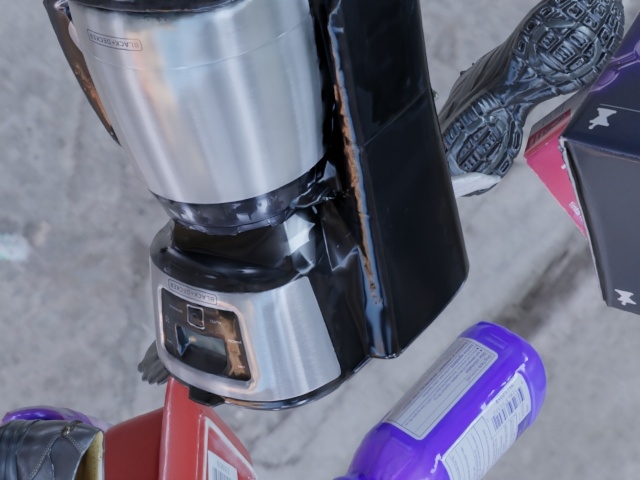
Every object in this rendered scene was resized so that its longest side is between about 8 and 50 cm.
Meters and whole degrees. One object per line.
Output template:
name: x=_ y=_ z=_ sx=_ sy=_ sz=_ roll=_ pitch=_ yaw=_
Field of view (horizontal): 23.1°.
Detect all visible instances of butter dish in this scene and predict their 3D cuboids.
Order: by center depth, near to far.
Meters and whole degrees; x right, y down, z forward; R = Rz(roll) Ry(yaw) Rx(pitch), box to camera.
butter dish: x=-0.113 y=0.188 z=1.032 sx=0.118 sy=0.160 sz=0.160 roll=-9 pitch=148 yaw=15

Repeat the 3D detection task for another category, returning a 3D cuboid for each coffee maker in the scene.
coffee maker: x=-0.002 y=-0.050 z=0.576 sx=0.171 sy=0.120 sz=0.178 roll=-26 pitch=127 yaw=-18

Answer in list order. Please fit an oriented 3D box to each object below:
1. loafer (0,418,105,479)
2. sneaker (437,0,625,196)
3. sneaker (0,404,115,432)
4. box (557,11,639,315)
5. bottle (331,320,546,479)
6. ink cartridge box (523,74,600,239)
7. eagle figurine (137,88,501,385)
loafer: x=-0.141 y=0.182 z=0.865 sx=0.062 sy=0.061 sz=0.170 roll=-14 pitch=96 yaw=-70
sneaker: x=0.208 y=-0.179 z=1.706 sx=0.286 sy=0.130 sz=0.109 roll=-44 pitch=110 yaw=0
sneaker: x=-0.177 y=0.191 z=1.300 sx=0.095 sy=0.236 sz=0.104 roll=-69 pitch=153 yaw=-18
box: x=0.243 y=-0.039 z=0.534 sx=0.184 sy=0.261 sz=0.103 roll=-56 pitch=143 yaw=-24
bottle: x=0.086 y=0.197 z=1.375 sx=0.283 sy=0.092 sz=0.118 roll=-44 pitch=148 yaw=-27
ink cartridge box: x=0.304 y=-0.122 z=1.383 sx=0.237 sy=0.172 sz=0.100 roll=-38 pitch=94 yaw=16
eagle figurine: x=-0.003 y=-0.005 z=1.285 sx=0.226 sy=0.225 sz=0.298 roll=14 pitch=110 yaw=-10
